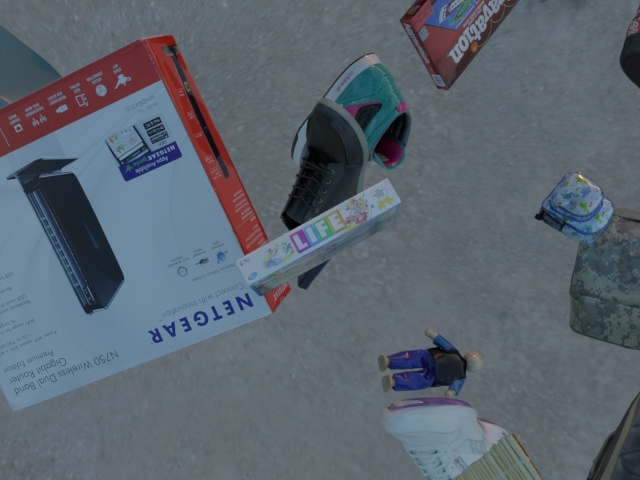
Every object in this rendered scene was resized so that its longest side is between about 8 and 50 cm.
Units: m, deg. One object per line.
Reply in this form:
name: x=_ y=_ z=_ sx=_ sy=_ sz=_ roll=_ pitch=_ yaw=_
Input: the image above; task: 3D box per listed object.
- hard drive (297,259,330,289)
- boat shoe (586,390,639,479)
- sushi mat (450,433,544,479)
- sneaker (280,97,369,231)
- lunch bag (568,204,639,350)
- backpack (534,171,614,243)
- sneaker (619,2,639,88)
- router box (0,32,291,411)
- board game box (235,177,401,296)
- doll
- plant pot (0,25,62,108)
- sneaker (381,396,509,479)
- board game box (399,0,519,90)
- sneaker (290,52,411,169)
hard drive: x=0.002 y=0.010 z=1.669 sx=0.022 sy=0.094 sz=0.135 roll=24 pitch=126 yaw=-19
boat shoe: x=0.355 y=0.238 z=1.041 sx=0.132 sy=0.130 sz=0.355 roll=32 pitch=90 yaw=-2
sushi mat: x=0.214 y=0.324 z=0.809 sx=0.019 sy=0.151 sz=0.316 roll=-18 pitch=64 yaw=-31
sneaker: x=0.000 y=-0.089 z=1.318 sx=0.083 sy=0.222 sz=0.118 roll=34 pitch=65 yaw=26
lunch bag: x=0.657 y=0.066 z=1.888 sx=0.212 sy=0.305 sz=0.256 roll=-34 pitch=127 yaw=-40
backpack: x=0.461 y=-0.056 z=1.708 sx=0.114 sy=0.084 sz=0.105 roll=38 pitch=71 yaw=18
sneaker: x=0.473 y=-0.221 z=1.237 sx=0.270 sy=0.090 sz=0.145 roll=40 pitch=65 yaw=-43
router box: x=-0.244 y=-0.012 z=1.019 sx=0.335 sy=0.082 sz=0.301 roll=-22 pitch=99 yaw=18
board game box: x=0.000 y=0.000 z=0.890 sx=0.154 sy=0.103 sz=0.026 roll=-28 pitch=81 yaw=-3
doll: x=0.197 y=0.215 z=1.667 sx=0.189 sy=0.046 sz=0.129 roll=-3 pitch=65 yaw=-18
plant pot: x=-0.490 y=-0.201 z=1.503 sx=0.234 sy=0.165 sz=0.165 roll=32 pitch=124 yaw=18
sneaker: x=0.196 y=0.323 z=1.429 sx=0.305 sy=0.114 sz=0.152 roll=32 pitch=59 yaw=-44
board game box: x=0.241 y=-0.385 z=1.501 sx=0.281 sy=0.027 sz=0.145 roll=-52 pitch=131 yaw=-17
sneaker: x=0.071 y=-0.189 z=1.808 sx=0.124 sy=0.295 sz=0.178 roll=-24 pitch=71 yaw=-43
